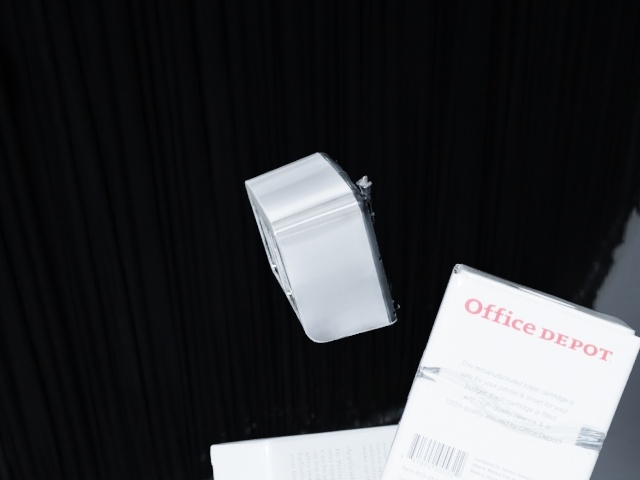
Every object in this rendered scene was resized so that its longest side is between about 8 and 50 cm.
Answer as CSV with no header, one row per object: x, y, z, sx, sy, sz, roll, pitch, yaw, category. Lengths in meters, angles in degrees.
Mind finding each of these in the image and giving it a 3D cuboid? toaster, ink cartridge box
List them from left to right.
0.000,0.000,1.089,0.110,0.186,0.168,-20,27,-8,toaster
0.167,0.159,0.911,0.172,0.237,0.100,19,8,7,ink cartridge box

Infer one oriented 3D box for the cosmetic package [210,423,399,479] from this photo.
0.088,0.372,1.378,0.453,0.230,0.161,2,-13,-34,cosmetic package
